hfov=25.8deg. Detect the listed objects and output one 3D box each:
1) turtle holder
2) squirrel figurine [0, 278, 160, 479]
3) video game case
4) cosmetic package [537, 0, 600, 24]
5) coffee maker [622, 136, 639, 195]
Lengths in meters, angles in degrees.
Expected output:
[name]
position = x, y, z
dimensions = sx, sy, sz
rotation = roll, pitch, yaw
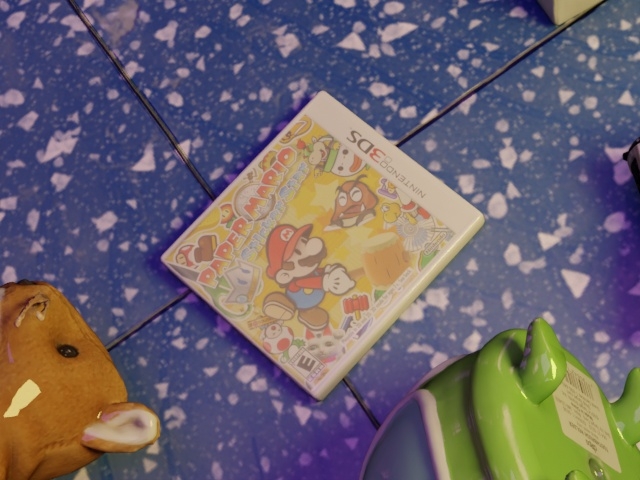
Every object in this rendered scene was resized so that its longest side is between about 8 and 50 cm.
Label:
[turtle holder]
position = 0.158, 0.238, 1.062
dimensions = 0.227, 0.243, 0.320
rotation = -32, 73, 26
[squirrel figurine]
position = -0.314, 0.214, 1.112
dimensions = 0.281, 0.370, 0.397
rotation = -11, 93, 46
[video game case]
position = 0.000, 0.000, 1.287
dimensions = 0.206, 0.026, 0.227
rotation = 40, 81, 21
[cosmetic package]
position = 0.286, -0.479, 1.254
dimensions = 0.394, 0.327, 0.329
rotation = -32, 67, -4
[coffee maker]
position = 0.355, -0.008, 1.189
dimensions = 0.171, 0.120, 0.178
rotation = 2, 69, -14
